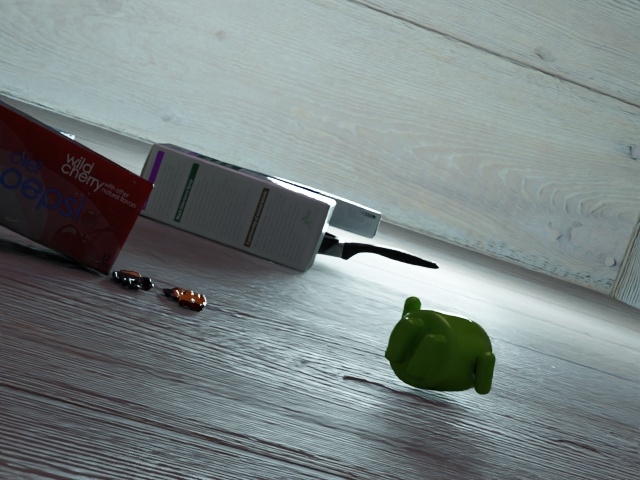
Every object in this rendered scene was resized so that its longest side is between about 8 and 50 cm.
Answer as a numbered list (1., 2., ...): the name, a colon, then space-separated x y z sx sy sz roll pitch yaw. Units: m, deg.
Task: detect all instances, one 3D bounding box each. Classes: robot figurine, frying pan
1. robot figurine: 0.101 0.093 1.370 0.101 0.067 0.115 34 11 32
2. frying pan: -0.014 -0.006 2.313 0.326 0.053 0.197 19 3 -26

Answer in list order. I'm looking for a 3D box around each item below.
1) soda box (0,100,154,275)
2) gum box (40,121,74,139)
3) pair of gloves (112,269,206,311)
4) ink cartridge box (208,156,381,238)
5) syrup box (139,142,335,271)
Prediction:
1. soda box: -0.272 -0.068 1.335 0.263 0.092 0.083 29 -4 -37
2. gum box: -0.494 -0.180 2.477 0.184 0.041 0.157 20 4 29
3. pair of gloves: -0.137 0.040 1.384 0.083 0.010 0.074 18 4 -7
4. ink cartridge box: -0.061 -0.067 2.338 0.223 0.045 0.224 18 1 35
5. syrup box: -0.109 -0.044 2.054 0.237 0.096 0.093 20 4 3
